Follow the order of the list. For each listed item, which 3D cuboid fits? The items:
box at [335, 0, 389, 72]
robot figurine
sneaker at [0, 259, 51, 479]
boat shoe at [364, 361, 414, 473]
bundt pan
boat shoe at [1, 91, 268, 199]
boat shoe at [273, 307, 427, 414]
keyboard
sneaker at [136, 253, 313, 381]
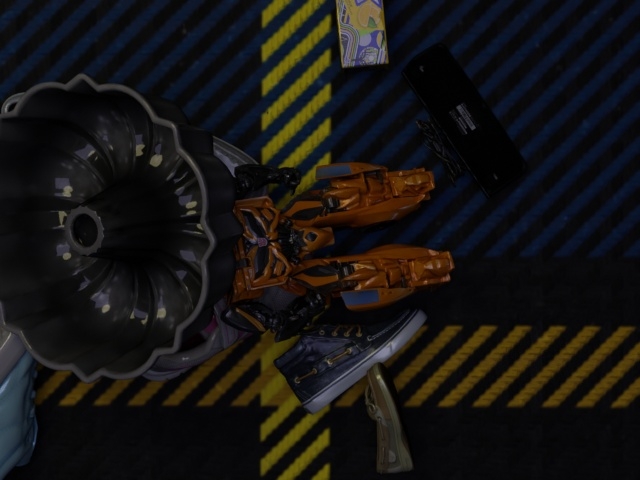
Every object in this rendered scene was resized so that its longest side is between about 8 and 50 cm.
[{"bbox_3d":[0.045,-0.288,1.736,0.059,0.054,0.169,-5,88,0],"label":"box"},{"bbox_3d":[0.000,0.000,1.668,0.291,0.085,0.211,-8,77,-23],"label":"robot figurine"},{"bbox_3d":[-0.390,0.188,1.715,0.135,0.150,0.366,15,70,40],"label":"sneaker"},{"bbox_3d":[0.073,0.212,1.707,0.048,0.056,0.153,-13,123,6],"label":"boat shoe"},{"bbox_3d":[-0.221,-0.016,1.587,0.330,0.124,0.331,4,98,29],"label":"bundt pan"},{"bbox_3d":[-0.218,-0.099,1.710,0.320,0.103,0.118,22,89,1],"label":"boat shoe"},{"bbox_3d":[0.034,0.120,1.724,0.183,0.065,0.083,-38,90,1],"label":"boat shoe"},{"bbox_3d":[0.159,-0.137,1.751,0.100,0.038,0.192,-33,88,-23],"label":"keyboard"},{"bbox_3d":[-0.114,0.082,1.701,0.252,0.111,0.103,-36,89,-3],"label":"sneaker"}]
